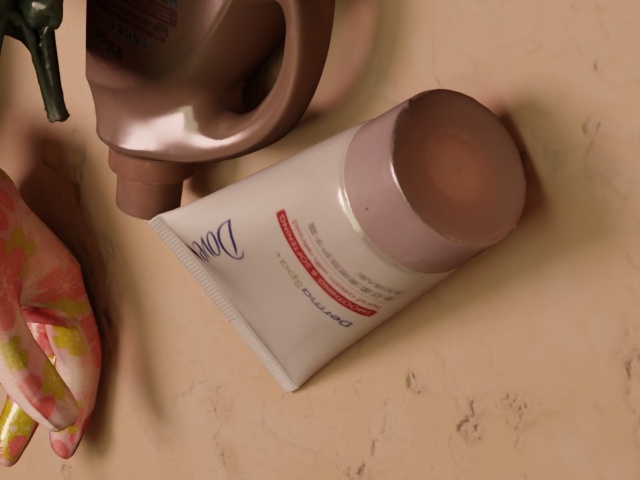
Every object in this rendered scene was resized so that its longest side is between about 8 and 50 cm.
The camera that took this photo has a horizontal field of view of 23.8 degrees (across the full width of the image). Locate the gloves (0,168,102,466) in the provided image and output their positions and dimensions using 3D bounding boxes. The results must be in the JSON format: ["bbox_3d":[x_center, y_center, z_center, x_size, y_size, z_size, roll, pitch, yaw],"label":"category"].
[{"bbox_3d":[-0.214,0.042,1.030,0.145,0.126,0.241,1,132,41],"label":"gloves"}]

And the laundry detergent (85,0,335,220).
[{"bbox_3d":[-0.064,-0.109,0.843,0.171,0.076,0.237,30,123,39],"label":"laundry detergent"}]

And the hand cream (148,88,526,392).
[{"bbox_3d":[0.000,0.000,0.813,0.133,0.083,0.248,52,142,-3],"label":"hand cream"}]

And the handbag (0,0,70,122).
[{"bbox_3d":[-0.163,-0.219,0.828,0.260,0.079,0.248,-116,33,-59],"label":"handbag"}]
